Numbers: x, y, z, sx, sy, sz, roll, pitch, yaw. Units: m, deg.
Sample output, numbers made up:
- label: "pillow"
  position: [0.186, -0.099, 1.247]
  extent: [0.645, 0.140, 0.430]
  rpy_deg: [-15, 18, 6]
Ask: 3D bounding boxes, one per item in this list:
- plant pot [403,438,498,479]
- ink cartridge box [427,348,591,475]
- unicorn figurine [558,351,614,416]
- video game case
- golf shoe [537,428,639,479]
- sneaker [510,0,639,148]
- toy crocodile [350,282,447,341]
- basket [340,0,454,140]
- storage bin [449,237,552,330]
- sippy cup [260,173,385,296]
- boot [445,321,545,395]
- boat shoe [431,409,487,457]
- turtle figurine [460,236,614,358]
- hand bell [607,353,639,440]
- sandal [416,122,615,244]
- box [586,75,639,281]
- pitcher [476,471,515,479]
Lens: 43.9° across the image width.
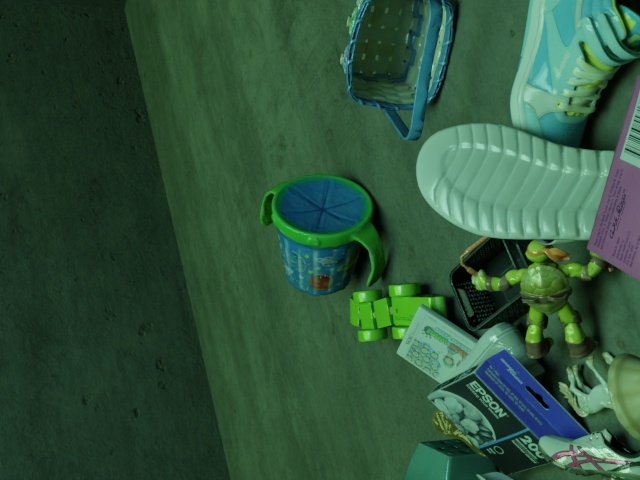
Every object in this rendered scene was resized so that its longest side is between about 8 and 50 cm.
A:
- label: "plant pot"
  position: [0.252, 0.514, 1.531]
  extent: [0.165, 0.165, 0.234]
  rpy_deg: [7, 94, 62]
- label: "ink cartridge box"
  position: [0.317, 0.301, 1.360]
  extent: [0.206, 0.045, 0.208]
  rpy_deg: [45, 142, 1]
- label: "unicorn figurine"
  position: [0.438, 0.235, 1.230]
  extent: [0.162, 0.060, 0.111]
  rpy_deg: [109, 144, -66]
- label: "video game case"
  position: [0.238, 0.217, 1.561]
  extent: [0.157, 0.019, 0.143]
  rpy_deg: [33, 132, 16]
- label: "golf shoe"
  position: [0.429, 0.329, 1.236]
  extent: [0.186, 0.067, 0.086]
  rpy_deg: [11, 95, 43]
- label: "sneaker"
  position: [0.389, -0.244, 1.143]
  extent: [0.208, 0.127, 0.319]
  rpy_deg: [27, 120, 60]
- label: "toy crocodile"
  position: [0.162, 0.153, 1.708]
  extent: [0.340, 0.105, 0.115]
  rpy_deg: [-15, 82, 58]
- label: "basket"
  position: [0.150, -0.349, 1.498]
  extent: [0.289, 0.201, 0.255]
  rpy_deg: [-123, 37, -58]
- label: "storage bin"
  position: [0.318, 0.069, 1.389]
  extent: [0.180, 0.084, 0.122]
  rpy_deg: [-53, 50, 52]
- label: "sippy cup"
  position: [0.000, 0.000, 1.863]
  extent: [0.306, 0.240, 0.224]
  rpy_deg: [-112, 19, -46]
- label: "boot"
  position: [0.309, 0.269, 1.439]
  extent: [0.123, 0.095, 0.258]
  rpy_deg: [58, 147, 31]
- label: "boat shoe"
  position: [0.298, 0.363, 1.517]
  extent: [0.170, 0.059, 0.063]
  rpy_deg: [22, 109, 37]
- label: "turtle figurine"
  position: [0.364, 0.079, 1.223]
  extent: [0.087, 0.269, 0.217]
  rpy_deg: [-66, -40, -61]
- label: "hand bell"
  position: [0.515, 0.181, 1.035]
  extent: [0.242, 0.126, 0.126]
  rpy_deg: [-31, 68, 48]
- label: "sandal"
  position: [0.337, -0.067, 1.178]
  extent: [0.416, 0.102, 0.170]
  rpy_deg: [15, 86, 31]
- label: "box"
  position: [0.458, -0.073, 0.912]
  extent: [0.117, 0.242, 0.214]
  rpy_deg: [44, 134, 52]
- label: "pitcher"
  position: [0.354, 0.524, 1.392]
  extent: [0.177, 0.125, 0.207]
  rpy_deg: [-7, 78, 48]
